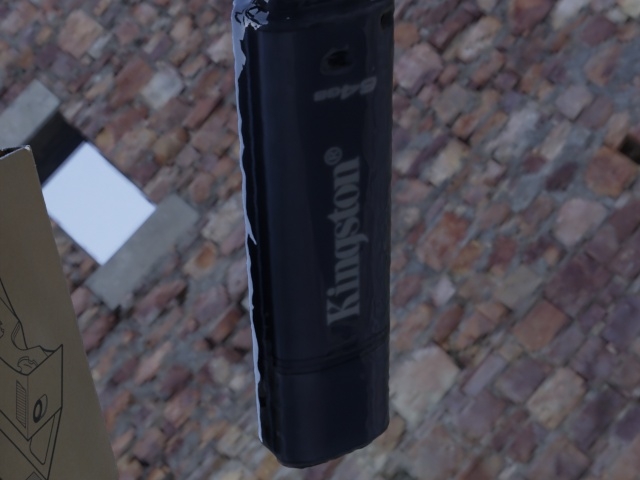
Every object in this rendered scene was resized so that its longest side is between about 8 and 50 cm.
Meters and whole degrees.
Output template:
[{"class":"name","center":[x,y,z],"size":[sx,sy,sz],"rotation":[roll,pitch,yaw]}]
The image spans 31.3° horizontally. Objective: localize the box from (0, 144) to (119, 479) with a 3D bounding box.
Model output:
[{"class":"box","center":[-0.162,0.069,0.554],"size":[0.164,0.021,0.201],"rotation":[-49,-50,-65]}]

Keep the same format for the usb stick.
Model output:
[{"class":"usb stick","center":[0.000,0.000,0.564],"size":[0.077,0.045,0.278],"rotation":[-12,-55,-16]}]
